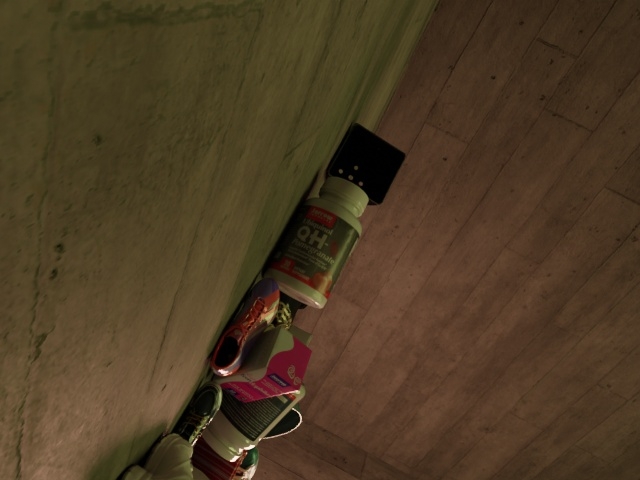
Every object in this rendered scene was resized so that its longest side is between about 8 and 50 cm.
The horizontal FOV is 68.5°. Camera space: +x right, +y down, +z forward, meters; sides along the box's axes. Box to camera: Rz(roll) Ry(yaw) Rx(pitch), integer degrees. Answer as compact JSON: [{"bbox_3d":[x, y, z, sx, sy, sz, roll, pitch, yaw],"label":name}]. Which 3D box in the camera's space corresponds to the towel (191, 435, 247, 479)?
[{"bbox_3d":[-0.351,0.693,1.353,0.275,0.199,0.031,-60,149,-24],"label":"towel"}]

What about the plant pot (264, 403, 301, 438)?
[{"bbox_3d":[-0.214,0.515,1.577,0.196,0.293,0.293,-96,-158,-43],"label":"plant pot"}]

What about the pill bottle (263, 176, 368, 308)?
[{"bbox_3d":[0.000,0.000,1.229,0.318,0.176,0.176,-62,177,-14],"label":"pill bottle"}]

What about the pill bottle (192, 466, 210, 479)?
[{"bbox_3d":[-0.359,0.656,1.019,0.301,0.169,0.169,-63,177,10],"label":"pill bottle"}]

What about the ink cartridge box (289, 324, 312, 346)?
[{"bbox_3d":[-0.163,0.391,1.727,0.115,0.198,0.273,-62,178,-32],"label":"ink cartridge box"}]

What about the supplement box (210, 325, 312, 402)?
[{"bbox_3d":[-0.143,0.302,1.130,0.220,0.111,0.114,-28,-151,38],"label":"supplement box"}]

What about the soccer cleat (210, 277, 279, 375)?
[{"bbox_3d":[-0.168,0.193,1.070,0.248,0.083,0.095,-59,172,-15],"label":"soccer cleat"}]

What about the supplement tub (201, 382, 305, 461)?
[{"bbox_3d":[-0.194,0.450,1.313,0.272,0.191,0.191,-44,174,-8],"label":"supplement tub"}]

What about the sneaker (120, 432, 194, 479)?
[{"bbox_3d":[-0.288,0.459,0.873,0.297,0.129,0.111,61,54,-88],"label":"sneaker"}]

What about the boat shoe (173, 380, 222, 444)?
[{"bbox_3d":[-0.289,0.418,1.085,0.183,0.065,0.083,-62,178,4],"label":"boat shoe"}]

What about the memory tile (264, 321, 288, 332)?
[{"bbox_3d":[-0.167,0.260,1.281,0.113,0.148,0.012,110,-33,-49],"label":"memory tile"}]

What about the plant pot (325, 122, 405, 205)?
[{"bbox_3d":[0.121,-0.217,1.468,0.187,0.188,0.167,-62,-172,-13],"label":"plant pot"}]

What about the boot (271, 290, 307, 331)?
[{"bbox_3d":[-0.106,0.191,1.483,0.377,0.138,0.284,106,10,-56],"label":"boot"}]

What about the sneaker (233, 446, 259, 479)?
[{"bbox_3d":[-0.292,0.795,1.522,0.302,0.108,0.121,-63,180,11],"label":"sneaker"}]

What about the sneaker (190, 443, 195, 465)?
[{"bbox_3d":[-0.372,0.605,1.292,0.170,0.071,0.068,-64,177,20],"label":"sneaker"}]
